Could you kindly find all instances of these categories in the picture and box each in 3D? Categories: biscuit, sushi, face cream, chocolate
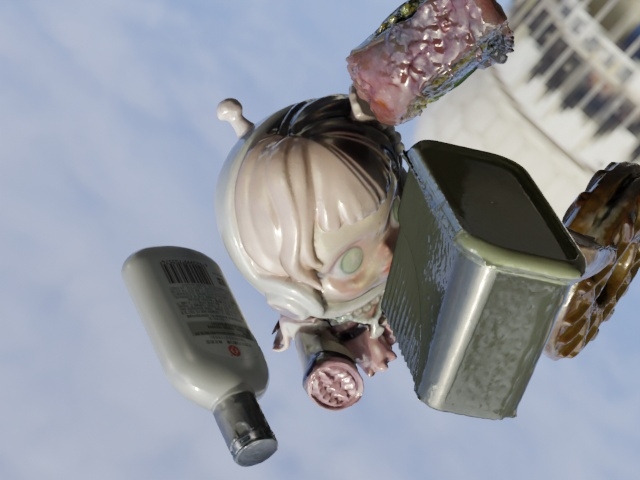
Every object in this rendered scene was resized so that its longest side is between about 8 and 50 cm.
[{"bbox_3d":[0.414,0.032,2.631,0.103,0.332,0.332,30,-153,18],"label":"biscuit"},{"bbox_3d":[0.108,-0.197,1.786,0.107,0.161,0.241,55,180,3],"label":"sushi"},{"bbox_3d":[-0.126,0.129,1.991,0.144,0.071,0.291,6,-137,-42],"label":"face cream"},{"bbox_3d":[0.251,0.010,2.019,0.161,0.083,0.261,27,-175,18],"label":"chocolate"}]

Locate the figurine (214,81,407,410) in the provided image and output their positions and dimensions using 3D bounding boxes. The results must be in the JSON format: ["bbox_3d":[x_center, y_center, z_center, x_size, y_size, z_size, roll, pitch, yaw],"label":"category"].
[{"bbox_3d":[-0.003,0.007,1.999,0.211,0.361,0.253,7,-133,21],"label":"figurine"}]

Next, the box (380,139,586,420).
[{"bbox_3d":[0.139,0.034,1.662,0.138,0.178,0.274,12,-158,-14],"label":"box"}]
